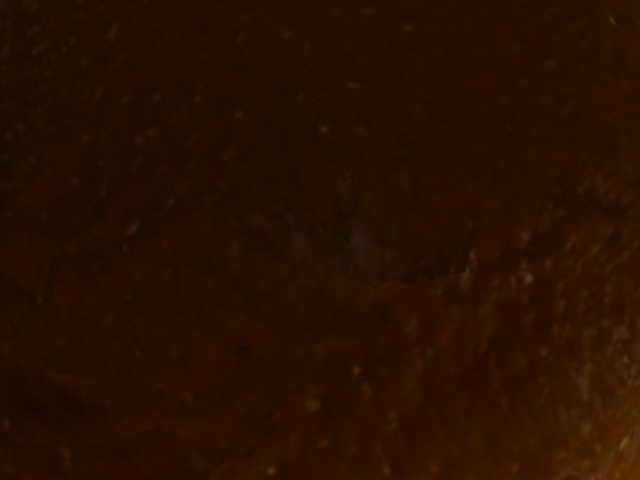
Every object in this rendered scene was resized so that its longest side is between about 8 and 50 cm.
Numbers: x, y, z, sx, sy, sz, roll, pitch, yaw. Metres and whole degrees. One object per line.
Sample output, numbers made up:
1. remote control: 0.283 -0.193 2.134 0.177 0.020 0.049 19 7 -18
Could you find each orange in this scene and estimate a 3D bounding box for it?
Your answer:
1. orange: 0.000 0.000 0.477 0.264 0.264 0.264 -24 172 -4
